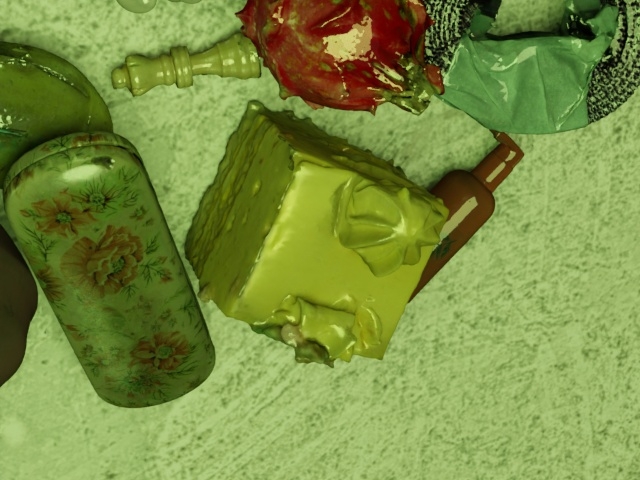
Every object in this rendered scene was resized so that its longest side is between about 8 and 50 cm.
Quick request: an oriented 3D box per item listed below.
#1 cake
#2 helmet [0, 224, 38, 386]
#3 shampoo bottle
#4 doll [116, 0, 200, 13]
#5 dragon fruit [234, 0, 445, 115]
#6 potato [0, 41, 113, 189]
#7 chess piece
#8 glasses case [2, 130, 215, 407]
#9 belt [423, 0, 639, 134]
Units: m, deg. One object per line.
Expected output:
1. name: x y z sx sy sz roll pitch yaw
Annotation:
1. cake: 0.000 0.000 1.630 0.222 0.286 0.228 18 104 -22
2. helmet: -0.449 0.038 1.543 0.338 0.197 0.271 41 136 8
3. shampoo bottle: 0.160 -0.032 1.782 0.085 0.085 0.244 39 96 -26
4. doll: -0.195 -0.284 1.530 0.161 0.160 0.059 8 108 -21
5. dragon fruit: 0.025 -0.233 1.559 0.210 0.268 0.205 -20 150 -42
6. potato: -0.347 -0.135 1.550 0.248 0.143 0.169 15 120 -23
7. chess piece: -0.156 -0.199 1.636 0.172 0.060 0.060 -12 114 -10
8. glasses case: -0.232 0.046 1.616 0.156 0.098 0.425 -17 138 -2
9. belt: 0.249 -0.261 1.700 0.324 0.122 0.260 1 106 -16
